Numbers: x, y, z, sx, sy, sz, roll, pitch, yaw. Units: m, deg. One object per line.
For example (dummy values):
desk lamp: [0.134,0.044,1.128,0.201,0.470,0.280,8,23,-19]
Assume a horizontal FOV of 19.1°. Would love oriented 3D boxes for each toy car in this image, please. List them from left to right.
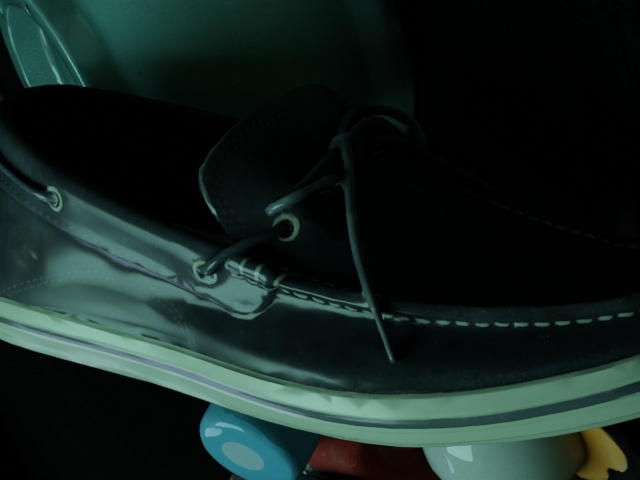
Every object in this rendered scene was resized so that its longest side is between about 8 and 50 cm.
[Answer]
toy car: [0.087,0.098,1.231,0.238,0.219,0.210,8,143,30]

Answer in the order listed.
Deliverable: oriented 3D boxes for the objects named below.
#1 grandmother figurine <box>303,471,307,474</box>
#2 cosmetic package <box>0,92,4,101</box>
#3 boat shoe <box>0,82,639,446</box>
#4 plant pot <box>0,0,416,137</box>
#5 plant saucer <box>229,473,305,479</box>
grandmother figurine: [-0.037,0.103,1.511,0.342,0.208,0.104,54,-143,-65]
cosmetic package: [-0.428,-0.071,2.423,0.296,0.153,0.129,55,161,20]
boat shoe: [0.000,0.000,1.053,0.500,0.187,0.156,10,113,33]
plant pot: [-0.097,-0.140,1.293,0.293,0.196,0.293,51,160,26]
plant saucer: [0.021,0.353,1.799,0.332,0.084,0.332,62,-175,-10]
